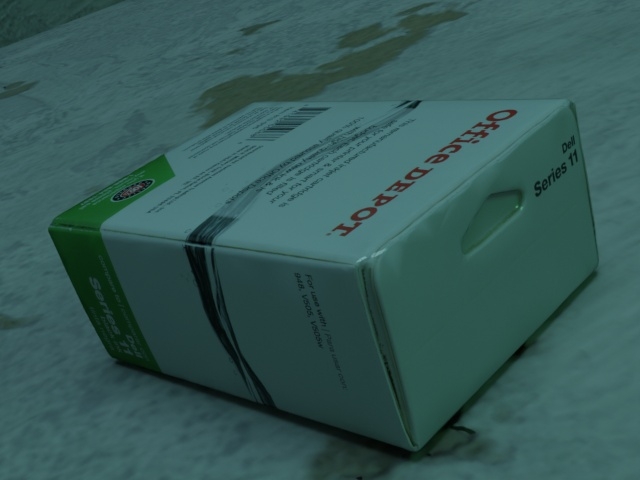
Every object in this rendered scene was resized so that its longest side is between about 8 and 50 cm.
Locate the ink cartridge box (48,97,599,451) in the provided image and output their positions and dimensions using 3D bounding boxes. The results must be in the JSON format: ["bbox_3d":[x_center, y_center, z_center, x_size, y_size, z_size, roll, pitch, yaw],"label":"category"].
[{"bbox_3d":[0.000,0.000,0.441,0.208,0.086,0.153,7,34,45],"label":"ink cartridge box"}]
